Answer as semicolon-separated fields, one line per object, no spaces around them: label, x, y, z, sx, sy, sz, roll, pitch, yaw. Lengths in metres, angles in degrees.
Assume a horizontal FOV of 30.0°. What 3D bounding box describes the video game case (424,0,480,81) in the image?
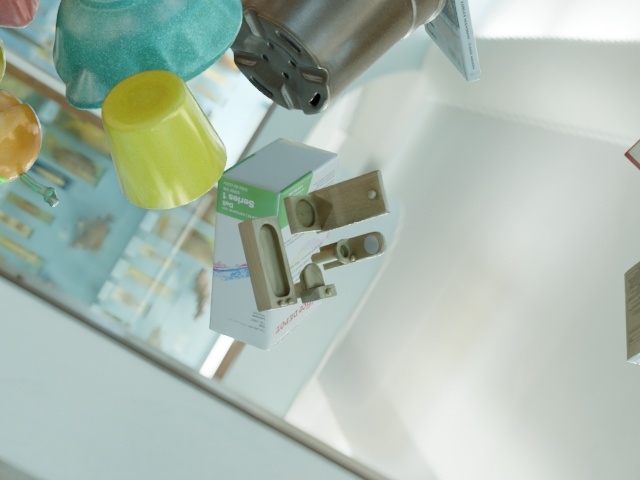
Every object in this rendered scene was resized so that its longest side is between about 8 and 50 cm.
video game case;0.157;-0.317;1.545;0.022;0.173;0.190;-18;-148;-3

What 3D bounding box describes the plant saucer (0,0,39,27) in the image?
plant saucer;-0.355;-0.307;1.044;0.048;0.258;0.259;98;-1;-56

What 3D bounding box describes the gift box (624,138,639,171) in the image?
gift box;0.481;-0.059;1.118;0.255;0.276;0.258;-50;151;11

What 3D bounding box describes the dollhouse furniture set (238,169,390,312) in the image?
dollhouse furniture set;0.000;0.000;1.492;0.123;0.144;0.151;-16;175;40

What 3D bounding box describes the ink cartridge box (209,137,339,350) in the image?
ink cartridge box;-0.075;0.004;1.904;0.201;0.117;0.278;-38;140;-55

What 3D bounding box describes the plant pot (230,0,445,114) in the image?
plant pot;0.004;-0.218;1.123;0.165;0.167;0.167;-50;-172;-24

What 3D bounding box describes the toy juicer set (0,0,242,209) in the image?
toy juicer set;-0.156;-0.145;0.818;0.089;0.209;0.329;71;17;-48

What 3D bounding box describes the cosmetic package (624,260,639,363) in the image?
cosmetic package;0.379;0.080;1.360;0.060;0.041;0.115;127;-27;-59
